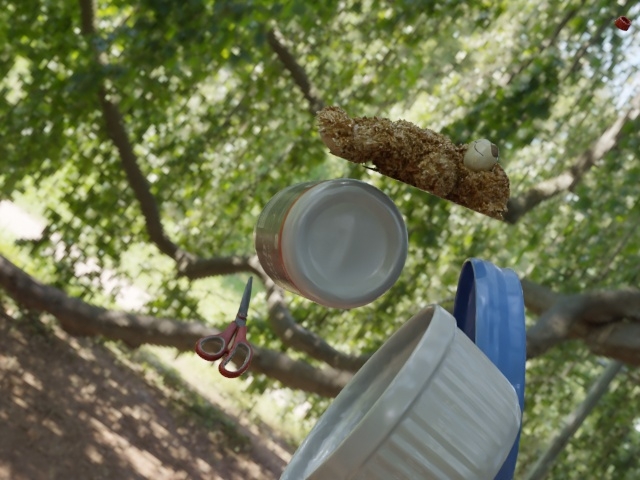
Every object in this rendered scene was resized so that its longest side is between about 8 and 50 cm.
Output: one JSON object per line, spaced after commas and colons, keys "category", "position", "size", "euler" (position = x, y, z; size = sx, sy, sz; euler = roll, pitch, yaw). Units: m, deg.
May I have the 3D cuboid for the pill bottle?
{"category": "pill bottle", "position": [0.000, 0.000, 1.698], "size": [0.210, 0.210, 0.363], "euler": [37, -7, -12]}

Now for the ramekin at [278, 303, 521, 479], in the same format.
{"category": "ramekin", "position": [0.068, 0.163, 0.793], "size": [0.109, 0.207, 0.207], "euler": [41, -4, 0]}

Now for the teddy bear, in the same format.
{"category": "teddy bear", "position": [0.146, -0.141, 1.526], "size": [0.338, 0.113, 0.245], "euler": [22, 7, 11]}

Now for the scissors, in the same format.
{"category": "scissors", "position": [-0.154, 0.171, 1.951], "size": [0.109, 0.021, 0.297], "euler": [27, 34, 6]}

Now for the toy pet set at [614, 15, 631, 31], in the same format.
{"category": "toy pet set", "position": [0.345, -0.174, 0.880], "size": [0.114, 0.065, 0.122], "euler": [7, 49, -23]}

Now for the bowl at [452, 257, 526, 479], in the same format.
{"category": "bowl", "position": [0.248, 0.221, 1.499], "size": [0.077, 0.391, 0.391], "euler": [5, -6, 2]}
